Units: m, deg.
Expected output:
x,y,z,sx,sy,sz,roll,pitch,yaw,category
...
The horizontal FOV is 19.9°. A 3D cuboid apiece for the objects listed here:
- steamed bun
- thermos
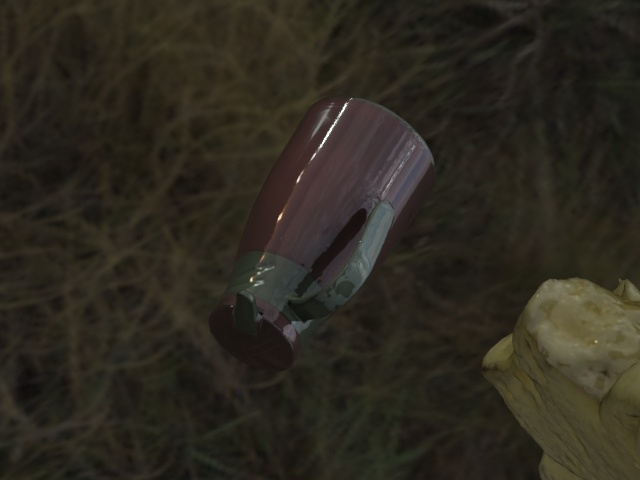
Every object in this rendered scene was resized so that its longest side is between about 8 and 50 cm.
x,y,z,sx,sy,sz,roll,pitch,yaw,category
0.226,0.127,1.049,0.137,0.292,0.295,-35,51,-8,steamed bun
0.000,0.000,1.715,0.146,0.176,0.265,48,52,-22,thermos
